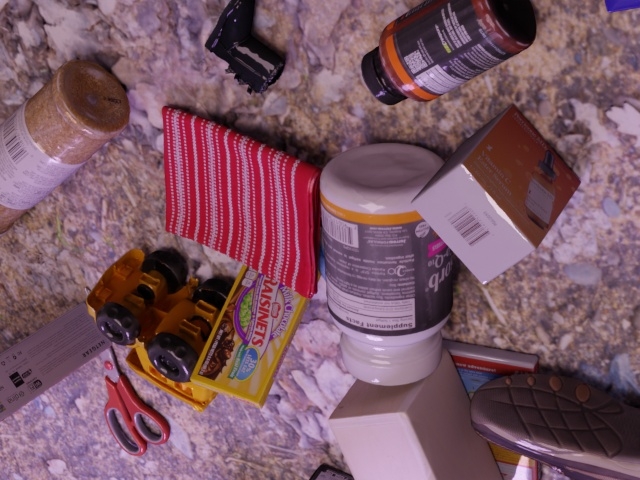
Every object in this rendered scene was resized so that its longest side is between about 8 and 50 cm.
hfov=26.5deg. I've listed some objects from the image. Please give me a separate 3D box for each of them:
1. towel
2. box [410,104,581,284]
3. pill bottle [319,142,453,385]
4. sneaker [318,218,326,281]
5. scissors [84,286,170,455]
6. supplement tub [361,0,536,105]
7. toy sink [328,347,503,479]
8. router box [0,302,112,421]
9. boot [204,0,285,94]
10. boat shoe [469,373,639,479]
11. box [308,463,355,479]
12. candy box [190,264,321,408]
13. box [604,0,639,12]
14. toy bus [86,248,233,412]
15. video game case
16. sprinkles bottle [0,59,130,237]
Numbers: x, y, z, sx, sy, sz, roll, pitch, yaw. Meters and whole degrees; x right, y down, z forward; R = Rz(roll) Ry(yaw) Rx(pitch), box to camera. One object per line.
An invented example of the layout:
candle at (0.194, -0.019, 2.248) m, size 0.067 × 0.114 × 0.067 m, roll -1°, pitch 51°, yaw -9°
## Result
towel at (-0.108, -0.051, 1.796) m, size 0.275 × 0.031 × 0.199 m, roll 24°, pitch 128°, yaw 31°
box at (0.205, -0.055, 1.570) m, size 0.130 × 0.170 × 0.091 m, roll 47°, pitch 130°, yaw -4°
pill bottle at (0.085, 0.032, 1.696) m, size 0.162 × 0.162 × 0.278 m, roll 10°, pitch 123°, yaw 23°
sneaker at (0.000, 0.000, 1.798) m, size 0.073 × 0.063 × 0.162 m, roll -12°, pitch 105°, yaw 47°
scissors at (-0.331, 0.211, 2.120) m, size 0.109 × 0.021 × 0.297 m, roll -15°, pitch 110°, yaw 34°
supplement tub at (0.140, -0.225, 1.546) m, size 0.198 × 0.106 × 0.106 m, roll -25°, pitch 104°, yaw 37°
toy sink at (0.128, 0.285, 1.799) m, size 0.131 × 0.153 × 0.234 m, roll -12°, pitch 113°, yaw 34°
router box at (-0.517, 0.246, 2.034) m, size 0.301 × 0.335 × 0.082 m, roll -32°, pitch 93°, yaw 41°
boot at (-0.085, -0.246, 1.694) m, size 0.099 × 0.045 × 0.121 m, roll 41°, pitch 136°, yaw 3°
boat shoe at (0.356, 0.274, 1.706) m, size 0.355 × 0.132 × 0.130 m, roll 15°, pitch 129°, yaw 16°
box at (0.080, 0.454, 2.020) m, size 0.231 × 0.056 × 0.183 m, roll 21°, pitch 126°, yaw 16°
candy box at (-0.086, 0.115, 1.825) m, size 0.105 × 0.206 × 0.027 m, roll 19°, pitch 160°, yaw 14°
box at (0.349, -0.318, 1.397) m, size 0.126 × 0.072 × 0.137 m, roll -6°, pitch 116°, yaw 32°
toy bus at (-0.216, 0.145, 1.956) m, size 0.220 × 0.149 × 0.211 m, roll 28°, pitch 144°, yaw 14°
video game case at (0.201, 0.265, 1.860) m, size 0.204 × 0.025 × 0.285 m, roll 8°, pitch 122°, yaw 25°
sprinkles bottle at (-0.412, -0.114, 1.903) m, size 0.355 × 0.121 × 0.121 m, roll -33°, pitch 99°, yaw 38°
